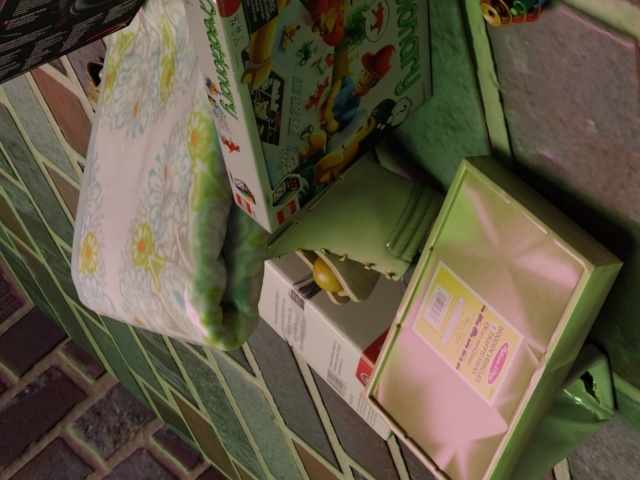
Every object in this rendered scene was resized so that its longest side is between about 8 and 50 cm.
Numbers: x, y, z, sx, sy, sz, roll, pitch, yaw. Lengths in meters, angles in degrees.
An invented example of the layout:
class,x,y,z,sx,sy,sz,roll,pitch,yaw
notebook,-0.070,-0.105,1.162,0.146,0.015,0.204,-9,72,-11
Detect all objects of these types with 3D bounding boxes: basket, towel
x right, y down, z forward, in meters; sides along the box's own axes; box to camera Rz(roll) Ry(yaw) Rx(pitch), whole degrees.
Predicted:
class,x,y,z,sx,sy,sz,roll,pitch,yaw
basket,0.182,0.157,1.429,0.103,0.167,0.113,42,162,39
towel,-0.136,-0.100,1.418,0.320,0.090,0.375,8,92,64

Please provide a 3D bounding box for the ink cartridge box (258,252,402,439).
class,x,y,z,sx,sy,sz,roll,pitch,yaw
ink cartridge box,0.023,0.072,1.700,0.273,0.114,0.197,43,163,13

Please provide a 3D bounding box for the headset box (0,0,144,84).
class,x,y,z,sx,sy,sz,roll,pitch,yaw
headset box,-0.214,-0.266,1.261,0.110,0.218,0.293,52,141,6

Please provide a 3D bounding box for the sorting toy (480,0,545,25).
class,x,y,z,sx,sy,sz,roll,pitch,yaw
sorting toy,0.131,-0.180,1.036,0.061,0.042,0.102,38,159,30

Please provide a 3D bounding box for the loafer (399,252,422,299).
class,x,y,z,sx,sy,sz,roll,pitch,yaw
loafer,0.172,0.039,1.375,0.267,0.084,0.096,4,102,61

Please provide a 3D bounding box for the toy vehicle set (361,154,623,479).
class,x,y,z,sx,sy,sz,roll,pitch,yaw
toy vehicle set,0.138,0.081,1.294,0.166,0.035,0.267,45,127,37

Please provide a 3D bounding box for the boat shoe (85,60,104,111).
class,x,y,z,sx,sy,sz,roll,pitch,yaw
boat shoe,-0.257,-0.189,1.909,0.190,0.068,0.072,23,138,54

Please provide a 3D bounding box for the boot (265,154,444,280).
class,x,y,z,sx,sy,sz,roll,pitch,yaw
boot,0.000,0.000,1.440,0.165,0.213,0.077,28,-153,-18

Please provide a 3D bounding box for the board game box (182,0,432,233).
class,x,y,z,sx,sy,sz,roll,pitch,yaw
board game box,-0.002,-0.155,1.155,0.053,0.193,0.305,41,161,25

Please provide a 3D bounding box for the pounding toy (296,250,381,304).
class,x,y,z,sx,sy,sz,roll,pitch,yaw
pounding toy,-0.031,-0.051,1.496,0.269,0.154,0.155,50,165,-7
